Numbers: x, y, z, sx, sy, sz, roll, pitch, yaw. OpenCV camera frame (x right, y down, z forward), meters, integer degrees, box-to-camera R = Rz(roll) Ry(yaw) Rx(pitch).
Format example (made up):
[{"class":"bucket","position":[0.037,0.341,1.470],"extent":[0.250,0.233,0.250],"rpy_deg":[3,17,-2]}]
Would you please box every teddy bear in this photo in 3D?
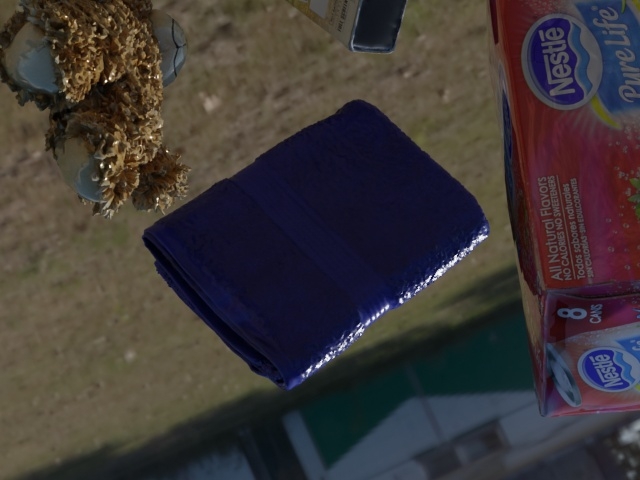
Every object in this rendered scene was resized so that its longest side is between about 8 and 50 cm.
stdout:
[{"class":"teddy bear","position":[-0.174,-0.140,0.999],"extent":[0.113,0.245,0.338],"rpy_deg":[-25,-179,6]}]

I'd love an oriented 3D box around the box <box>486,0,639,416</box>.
[{"class":"box","position":[0.156,-0.053,0.613],"extent":[0.123,0.256,0.128],"rpy_deg":[-5,146,5]}]

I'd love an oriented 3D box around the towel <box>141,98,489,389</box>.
[{"class":"towel","position":[0.000,0.000,1.244],"extent":[0.308,0.227,0.076],"rpy_deg":[-35,159,-26]}]

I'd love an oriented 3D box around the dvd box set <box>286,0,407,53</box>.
[{"class":"dvd box set","position":[0.004,-0.427,1.386],"extent":[0.062,0.420,0.307],"rpy_deg":[2,115,-28]}]
